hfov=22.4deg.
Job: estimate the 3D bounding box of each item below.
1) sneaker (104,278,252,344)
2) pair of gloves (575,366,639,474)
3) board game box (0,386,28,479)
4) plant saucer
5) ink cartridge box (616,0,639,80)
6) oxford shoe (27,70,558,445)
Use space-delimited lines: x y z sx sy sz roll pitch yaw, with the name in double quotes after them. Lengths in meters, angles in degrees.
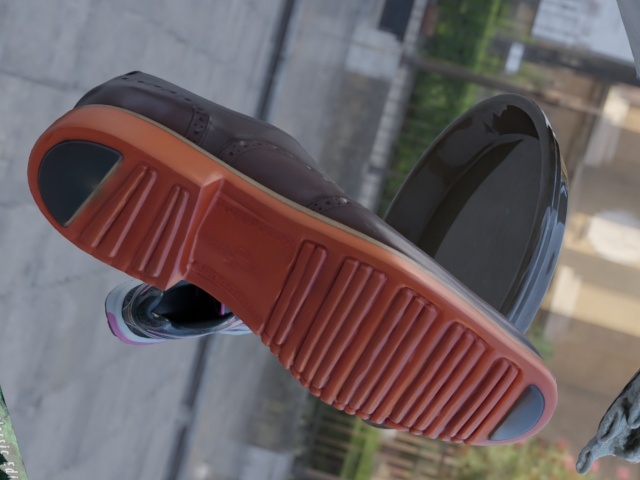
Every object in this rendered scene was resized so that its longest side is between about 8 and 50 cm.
-0.075 0.047 1.285 0.077 0.178 0.072 -7 -80 63 "sneaker"
0.242 0.028 0.988 0.240 0.042 0.204 -62 167 23 "pair of gloves"
-0.268 0.166 1.188 0.136 0.030 0.260 -47 -129 31 "board game box"
0.105 0.019 1.242 0.278 0.041 0.278 -52 -157 33 "plant saucer"
0.274 -0.127 1.172 0.165 0.065 0.332 64 7 20 "ink cartridge box"
0.000 0.000 0.774 0.097 0.271 0.098 -56 -177 39 "oxford shoe"
